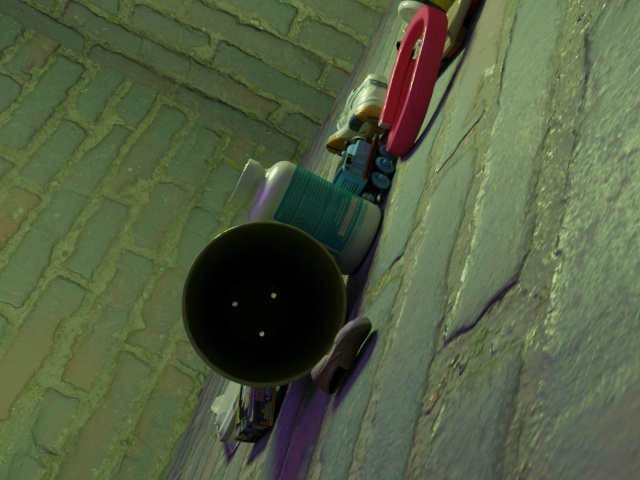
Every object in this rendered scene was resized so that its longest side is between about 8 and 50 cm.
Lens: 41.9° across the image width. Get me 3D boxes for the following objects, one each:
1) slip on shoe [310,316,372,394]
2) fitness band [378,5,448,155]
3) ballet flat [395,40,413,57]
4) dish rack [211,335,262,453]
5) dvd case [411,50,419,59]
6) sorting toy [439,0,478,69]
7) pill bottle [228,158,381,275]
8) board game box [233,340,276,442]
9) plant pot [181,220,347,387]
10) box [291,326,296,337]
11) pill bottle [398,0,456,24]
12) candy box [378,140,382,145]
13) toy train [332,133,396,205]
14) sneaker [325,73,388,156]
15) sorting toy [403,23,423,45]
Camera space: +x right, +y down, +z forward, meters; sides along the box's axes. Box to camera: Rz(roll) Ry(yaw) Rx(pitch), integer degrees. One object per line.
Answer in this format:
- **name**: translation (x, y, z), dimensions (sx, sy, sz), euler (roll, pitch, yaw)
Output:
- **slip on shoe**: translation (0.035, 0.166, 1.200), dimensions (0.135, 0.051, 0.041), euler (-52, 51, 24)
- **fitness band**: translation (0.175, -0.307, 1.614), dimensions (0.209, 0.054, 0.291), euler (154, 130, -80)
- **ballet flat**: translation (0.204, -0.459, 2.158), dimensions (0.057, 0.049, 0.173), euler (-59, 8, 40)
- **dish rack**: translation (-0.192, 0.358, 2.065), dimensions (0.286, 0.072, 0.333), euler (-64, 8, -6)
- **dvd case**: translation (0.205, -0.364, 1.925), dimensions (0.180, 0.022, 0.253), euler (-65, 7, -9)
- **sorting toy**: translation (0.263, -0.419, 1.662), dimensions (0.208, 0.038, 0.193), euler (121, 173, -68)
- **pill bottle**: translation (-0.032, -0.052, 1.543), dimensions (0.146, 0.264, 0.146), euler (-61, 8, 14)
- **board game box**: translation (-0.129, 0.307, 1.686), dimensions (0.141, 0.048, 0.170), euler (124, 154, -57)
- **plant pot**: translation (-0.110, 0.124, 1.521), dimensions (0.293, 0.274, 0.275), euler (133, 162, -79)
- **box**: translation (-0.055, 0.203, 1.722), dimensions (0.179, 0.043, 0.105), euler (125, 168, -60)
- **pill bottle**: translation (0.264, -0.572, 1.840), dimensions (0.209, 0.119, 0.119), euler (-65, 7, -6)
- **candy box**: translation (0.085, -0.130, 1.938), dimensions (0.105, 0.027, 0.206), euler (124, 170, -62)
- **toy train**: translation (0.087, -0.143, 1.653), dimensions (0.080, 0.105, 0.184), euler (-58, 10, 40)
- **sneaker**: translation (0.099, -0.293, 2.007), dimensions (0.296, 0.111, 0.131), euler (143, 139, -65)
- **sorting toy**: translation (0.231, -0.488, 1.953), dimensions (0.083, 0.075, 0.045), euler (-67, 8, -30)
